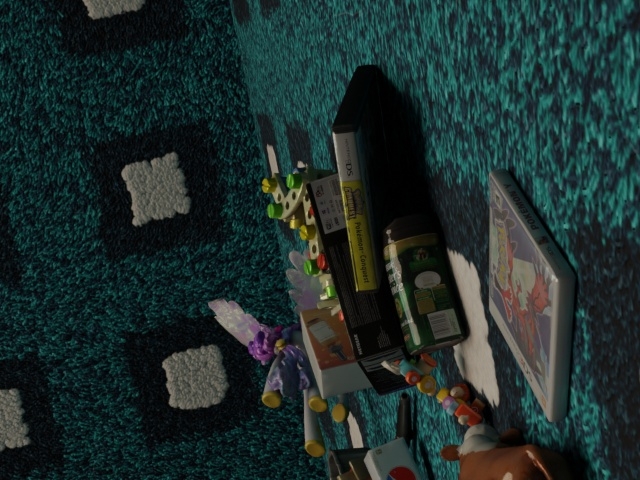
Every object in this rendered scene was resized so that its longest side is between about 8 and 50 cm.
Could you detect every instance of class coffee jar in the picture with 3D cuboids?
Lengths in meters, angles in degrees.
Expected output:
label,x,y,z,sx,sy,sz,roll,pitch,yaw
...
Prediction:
label,x,y,z,sx,sy,sz,roll,pitch,yaw
coffee jar,0.136,0.059,1.582,0.096,0.079,0.184,108,149,-76

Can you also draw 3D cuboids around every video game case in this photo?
label,x,y,z,sx,sy,sz,roll,pitch,yaw
video game case,0.067,-0.095,1.677,0.275,0.035,0.248,-71,-26,-63
video game case,0.214,0.056,1.205,0.183,0.023,0.201,-112,12,-50

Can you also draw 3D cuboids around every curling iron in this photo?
label,x,y,z,sx,sy,sz,roll,pitch,yaw
curling iron,0.159,0.366,2.106,0.068,0.035,0.274,53,155,44

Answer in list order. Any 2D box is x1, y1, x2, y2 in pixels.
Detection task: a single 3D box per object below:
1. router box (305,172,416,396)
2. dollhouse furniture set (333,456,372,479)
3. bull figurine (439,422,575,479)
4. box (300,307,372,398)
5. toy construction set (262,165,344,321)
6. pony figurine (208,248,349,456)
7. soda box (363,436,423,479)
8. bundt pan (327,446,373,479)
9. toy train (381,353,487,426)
label,x,y,z,sx,sy,sz,roll,pitch,yaw
router box,0.073,0.074,1.881,0.243,0.081,0.309,61,-167,-66
dollhouse furniture set,0.104,0.555,2.186,0.259,0.135,0.262,61,141,27
bull figurine,0.218,0.299,1.300,0.310,0.101,0.189,110,143,-80
box,0.042,0.217,2.347,0.170,0.130,0.091,-112,12,-47
toy construction set,0.000,0.000,2.224,0.215,0.151,0.328,-28,82,57
pony figurine,-0.050,0.243,2.590,0.351,0.302,0.363,52,-157,-33
soda box,0.153,0.459,2.026,0.069,0.073,0.216,101,147,-67
bundt pan,0.114,0.590,2.468,0.331,0.124,0.331,168,90,-83
toy train,0.166,0.199,1.575,0.166,0.046,0.125,36,180,18
